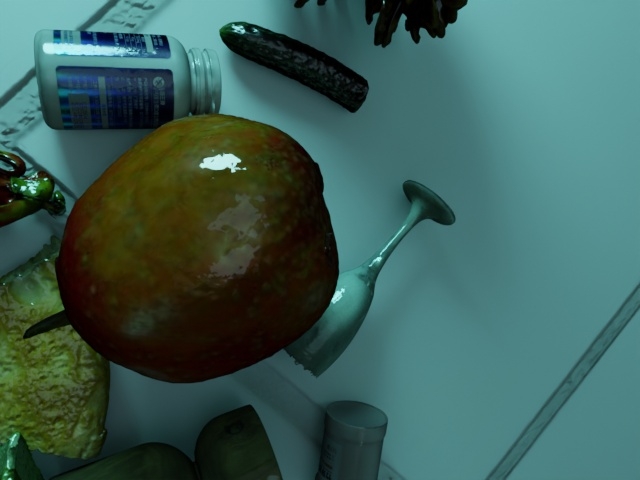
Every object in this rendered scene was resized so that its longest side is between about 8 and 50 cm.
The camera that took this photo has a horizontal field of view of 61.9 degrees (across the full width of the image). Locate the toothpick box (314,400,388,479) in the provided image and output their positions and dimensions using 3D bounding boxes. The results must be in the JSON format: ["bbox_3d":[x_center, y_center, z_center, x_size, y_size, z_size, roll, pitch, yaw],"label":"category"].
[{"bbox_3d":[0.046,0.337,0.823,0.099,0.098,0.148,6,97,-24],"label":"toothpick box"}]

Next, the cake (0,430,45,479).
[{"bbox_3d":[-0.331,0.301,0.598,0.099,0.100,0.235,14,131,-31],"label":"cake"}]

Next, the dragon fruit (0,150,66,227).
[{"bbox_3d":[-0.361,-0.049,0.564,0.175,0.138,0.142,-4,78,-34],"label":"dragon fruit"}]

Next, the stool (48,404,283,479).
[{"bbox_3d":[-0.189,0.342,0.682,0.264,0.179,0.179,-16,105,-20],"label":"stool"}]

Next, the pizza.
[{"bbox_3d":[-0.399,0.134,0.618,0.288,0.075,0.279,-1,95,-21],"label":"pizza"}]

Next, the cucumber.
[{"bbox_3d":[-0.033,-0.238,0.716,0.215,0.052,0.058,20,126,-23],"label":"cucumber"}]

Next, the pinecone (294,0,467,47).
[{"bbox_3d":[0.048,-0.359,0.638,0.292,0.246,0.246,7,97,-4],"label":"pinecone"}]

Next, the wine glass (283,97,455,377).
[{"bbox_3d":[0.000,0.000,0.782,0.264,0.096,0.309,42,82,0],"label":"wine glass"}]

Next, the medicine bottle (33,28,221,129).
[{"bbox_3d":[-0.217,-0.183,0.615,0.192,0.107,0.106,-6,101,-22],"label":"medicine bottle"}]

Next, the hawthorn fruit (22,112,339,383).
[{"bbox_3d":[-0.156,0.023,0.596,0.369,0.285,0.284,-29,109,-4],"label":"hawthorn fruit"}]
